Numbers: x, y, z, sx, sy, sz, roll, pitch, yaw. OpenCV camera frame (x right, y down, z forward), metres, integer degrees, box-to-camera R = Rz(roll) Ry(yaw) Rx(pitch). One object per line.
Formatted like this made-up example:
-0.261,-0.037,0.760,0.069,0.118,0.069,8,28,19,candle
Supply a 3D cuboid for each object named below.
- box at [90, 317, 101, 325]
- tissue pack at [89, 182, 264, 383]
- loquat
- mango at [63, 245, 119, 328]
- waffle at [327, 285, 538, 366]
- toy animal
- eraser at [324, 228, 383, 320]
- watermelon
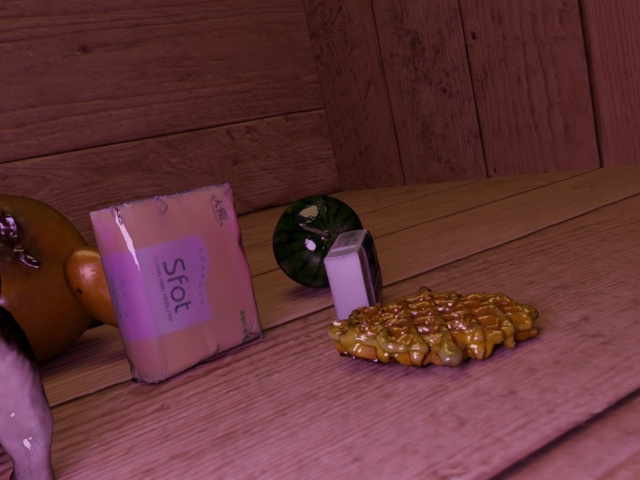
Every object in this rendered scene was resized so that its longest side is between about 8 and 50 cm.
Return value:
-0.567,0.121,1.427,0.311,0.173,0.043,-16,-31,-27,box
-0.213,0.056,0.993,0.215,0.257,0.123,-19,8,-43,tissue pack
-0.570,0.090,1.191,0.328,0.328,0.359,-18,-26,-37,loquat
-0.303,0.076,1.121,0.262,0.157,0.109,11,-3,-3,mango
0.147,0.105,0.843,0.243,0.059,0.237,-17,10,-38,waffle
-0.412,0.120,0.690,0.194,0.303,0.344,-15,9,-40,toy animal
0.056,0.060,1.049,0.067,0.125,0.210,-10,9,10,eraser
0.000,0.000,1.303,0.187,0.188,0.214,-14,-6,-18,watermelon
